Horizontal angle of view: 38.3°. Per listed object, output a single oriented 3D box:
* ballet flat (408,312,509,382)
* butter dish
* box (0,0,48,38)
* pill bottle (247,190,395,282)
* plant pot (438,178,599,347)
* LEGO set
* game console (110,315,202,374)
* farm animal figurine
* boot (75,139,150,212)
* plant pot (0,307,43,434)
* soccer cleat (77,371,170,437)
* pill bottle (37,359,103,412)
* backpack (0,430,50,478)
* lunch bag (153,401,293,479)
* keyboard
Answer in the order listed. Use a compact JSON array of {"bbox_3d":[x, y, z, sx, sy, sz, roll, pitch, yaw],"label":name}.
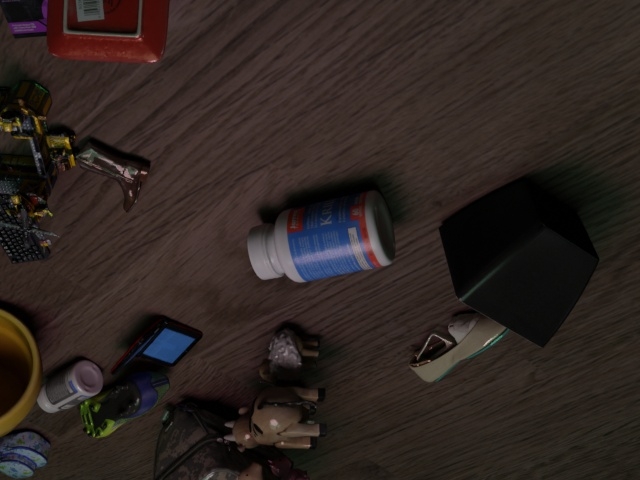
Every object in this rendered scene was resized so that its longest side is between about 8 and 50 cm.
[{"bbox_3d":[0.249,0.186,1.699,0.086,0.086,0.248,26,134,-20],"label":"ballet flat"},{"bbox_3d":[-0.263,-0.310,1.203,0.160,0.118,0.160,4,96,6],"label":"butter dish"},{"bbox_3d":[-0.382,-0.348,1.232,0.116,0.029,0.162,-3,135,9],"label":"box"},{"bbox_3d":[0.000,0.000,1.489,0.221,0.124,0.124,-12,134,17],"label":"pill bottle"},{"bbox_3d":[0.322,0.021,1.446,0.188,0.187,0.167,30,120,-23],"label":"plant pot"},{"bbox_3d":[-0.551,-0.107,1.387,0.331,0.192,0.255,9,137,-3],"label":"LEGO set"},{"bbox_3d":[-0.320,0.220,1.792,0.085,0.124,0.144,44,130,0],"label":"game console"},{"bbox_3d":[-0.093,0.379,1.743,0.172,0.330,0.327,3,136,-11],"label":"farm animal figurine"},{"bbox_3d":[-0.343,-0.103,1.481,0.114,0.037,0.106,18,123,-17],"label":"boot"},{"bbox_3d":[-0.667,0.282,1.794,0.254,0.254,0.239,11,151,-6],"label":"plant pot"},{"bbox_3d":[-0.412,0.343,1.927,0.121,0.093,0.289,-15,168,-43],"label":"soccer cleat"},{"bbox_3d":[-0.521,0.305,1.905,0.137,0.078,0.078,-28,127,31],"label":"pill bottle"},{"bbox_3d":[-0.687,0.495,2.122,0.114,0.084,0.105,-18,135,19],"label":"backpack"},{"bbox_3d":[-0.203,0.499,1.951,0.305,0.256,0.212,36,104,-31],"label":"lunch bag"},{"bbox_3d":[-0.553,-0.024,1.600,0.108,0.023,0.180,-4,135,11],"label":"keyboard"}]
